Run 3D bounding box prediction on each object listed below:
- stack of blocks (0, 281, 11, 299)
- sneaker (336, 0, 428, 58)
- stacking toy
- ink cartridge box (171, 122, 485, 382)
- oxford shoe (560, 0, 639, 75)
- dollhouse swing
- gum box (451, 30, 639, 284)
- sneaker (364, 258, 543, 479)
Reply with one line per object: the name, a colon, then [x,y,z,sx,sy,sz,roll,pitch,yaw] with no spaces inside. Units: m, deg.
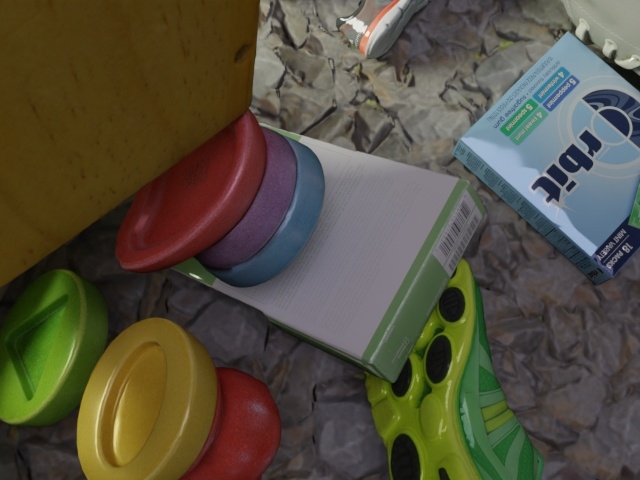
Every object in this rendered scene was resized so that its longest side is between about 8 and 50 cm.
stack of blocks: [-0.340,-0.037,0.698,0.171,0.087,0.297,26,77,5]
sneaker: [0.073,-0.252,0.775,0.065,0.061,0.158,37,78,14]
stacking toy: [-0.125,0.048,0.661,0.279,0.130,0.309,-3,66,42]
ink cartridge box: [0.000,0.000,0.700,0.235,0.056,0.171,20,74,37]
oxford shoe: [0.314,-0.212,0.743,0.449,0.169,0.130,47,121,2]
dollhouse swing: [-0.261,-0.131,0.467,0.305,0.315,0.347,39,59,17]
gum box: [0.244,-0.078,0.744,0.184,0.041,0.157,44,79,8]
sneaker: [0.112,0.157,0.662,0.109,0.123,0.295,-21,57,32]
